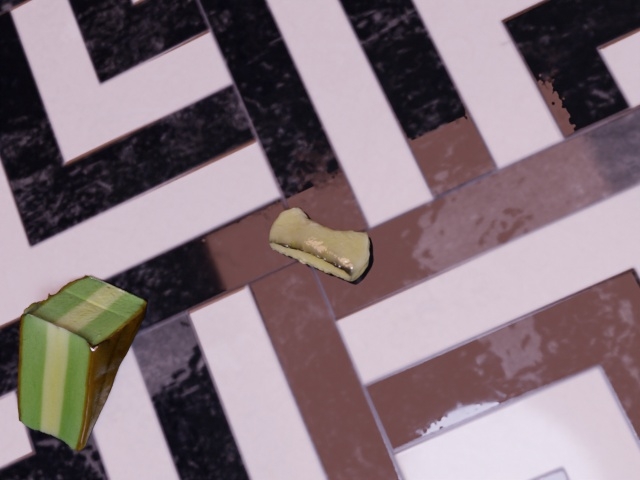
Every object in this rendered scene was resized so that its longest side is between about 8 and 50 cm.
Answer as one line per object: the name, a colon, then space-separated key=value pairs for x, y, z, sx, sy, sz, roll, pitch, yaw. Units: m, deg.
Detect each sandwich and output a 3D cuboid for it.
sandwich: x=-0.200 y=0.102 z=0.571 sx=0.074 sy=0.074 sz=0.116 roll=22 pitch=118 yaw=12

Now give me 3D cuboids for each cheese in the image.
cheese: x=0.000 y=0.000 z=0.539 sx=0.083 sy=0.030 sz=0.044 roll=23 pitch=65 yaw=17
